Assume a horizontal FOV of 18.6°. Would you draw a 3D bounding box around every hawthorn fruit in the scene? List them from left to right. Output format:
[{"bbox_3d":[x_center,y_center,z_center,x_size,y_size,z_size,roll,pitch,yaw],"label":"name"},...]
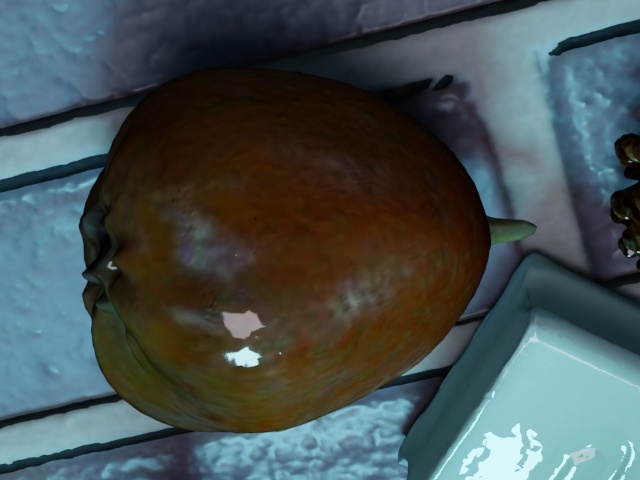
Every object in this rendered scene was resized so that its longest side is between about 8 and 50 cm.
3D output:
[{"bbox_3d":[0.000,0.000,1.007,0.251,0.199,0.199,-8,122,-21],"label":"hawthorn fruit"}]

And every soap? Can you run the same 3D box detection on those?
[{"bbox_3d":[0.196,0.136,1.119,0.265,0.087,0.160,25,116,-12],"label":"soap"}]

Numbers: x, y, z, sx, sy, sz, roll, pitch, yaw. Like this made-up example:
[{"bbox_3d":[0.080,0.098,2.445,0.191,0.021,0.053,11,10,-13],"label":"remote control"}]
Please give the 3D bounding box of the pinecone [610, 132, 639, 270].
[{"bbox_3d":[0.198,-0.027,1.023,0.102,0.102,0.109,8,123,-2],"label":"pinecone"}]
